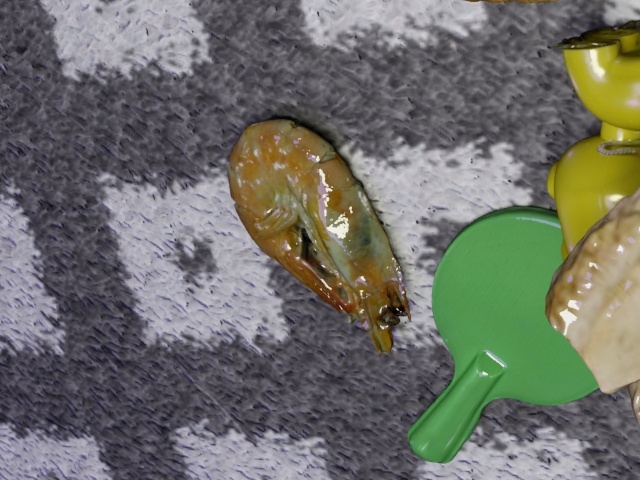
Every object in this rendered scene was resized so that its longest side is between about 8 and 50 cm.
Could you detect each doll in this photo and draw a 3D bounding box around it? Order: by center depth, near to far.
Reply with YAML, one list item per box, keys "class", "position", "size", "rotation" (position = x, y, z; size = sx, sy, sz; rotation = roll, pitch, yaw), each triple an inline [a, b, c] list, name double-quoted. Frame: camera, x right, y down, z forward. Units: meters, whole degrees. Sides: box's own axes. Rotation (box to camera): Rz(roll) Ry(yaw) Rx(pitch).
- class: "doll"
  position: [0.221, -0.040, 1.136]
  size: [0.135, 0.143, 0.220]
  rotation: [3, 105, 28]

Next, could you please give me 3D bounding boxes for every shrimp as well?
- class: "shrimp"
  position: [0.001, -0.001, 1.334]
  size: [0.115, 0.051, 0.217]
  rotation: [-25, 101, 44]

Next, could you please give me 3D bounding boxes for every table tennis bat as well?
- class: "table tennis bat"
  position: [0.143, 0.084, 1.303]
  size: [0.160, 0.039, 0.257]
  rotation: [37, 122, 8]

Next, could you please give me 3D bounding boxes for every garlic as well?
- class: "garlic"
  position: [0.306, 0.015, 1.048]
  size: [0.132, 0.325, 0.279]
  rotation: [52, 124, 42]

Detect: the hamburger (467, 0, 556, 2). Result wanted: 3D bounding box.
- class: "hamburger"
  position: [0.119, -0.264, 1.057]
  size: [0.244, 0.163, 0.244]
  rotation: [15, 116, 32]
